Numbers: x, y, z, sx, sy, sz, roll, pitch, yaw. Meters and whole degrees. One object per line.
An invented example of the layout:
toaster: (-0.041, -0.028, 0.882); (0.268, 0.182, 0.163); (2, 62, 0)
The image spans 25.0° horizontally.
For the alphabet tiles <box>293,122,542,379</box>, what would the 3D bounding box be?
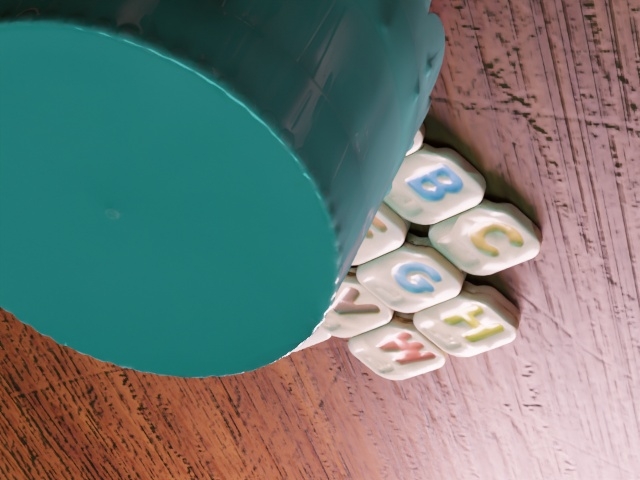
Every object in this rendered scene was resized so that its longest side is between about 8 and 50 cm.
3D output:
alphabet tiles: (0.000, 0.000, 0.987); (0.284, 0.021, 0.278); (40, 139, -24)

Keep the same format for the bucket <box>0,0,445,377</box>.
bucket: (-0.080, -0.072, 0.776); (0.281, 0.183, 0.281); (12, 136, 12)
